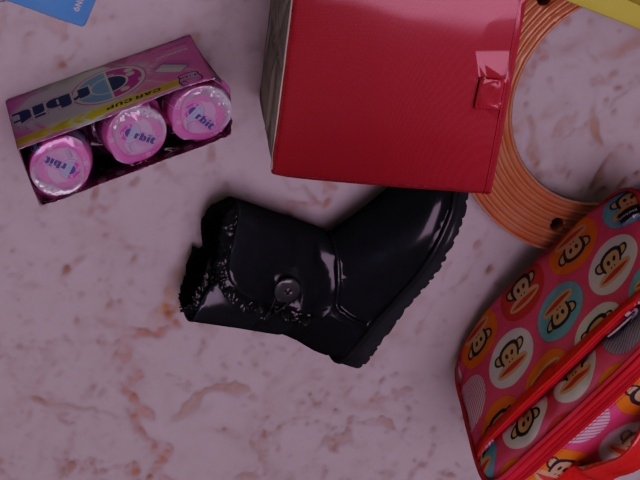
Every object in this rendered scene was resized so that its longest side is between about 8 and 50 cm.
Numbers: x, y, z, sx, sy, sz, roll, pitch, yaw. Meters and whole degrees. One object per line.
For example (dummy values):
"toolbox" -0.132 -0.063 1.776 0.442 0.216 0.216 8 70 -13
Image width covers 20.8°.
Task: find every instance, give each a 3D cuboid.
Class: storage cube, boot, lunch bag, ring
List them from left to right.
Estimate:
"boot" 0.000 0.000 1.638 0.207 0.094 0.246 20 116 -28
"storage cube" 0.055 -0.164 1.504 0.193 0.184 0.215 5 116 -8
"lunch bag" 0.262 0.121 1.661 0.120 0.258 0.293 27 122 -25
"ring" 0.285 -0.140 1.689 0.336 0.032 0.337 -6 117 -13

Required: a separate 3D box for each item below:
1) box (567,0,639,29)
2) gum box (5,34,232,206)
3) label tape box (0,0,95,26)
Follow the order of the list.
"box" 0.303 -0.237 1.591 0.232 0.058 0.087 18 110 -23
"gum box" -0.173 -0.108 1.525 0.188 0.107 0.062 -21 120 -5
"label tape box" -0.303 -0.348 1.362 0.347 0.115 0.249 18 111 -26
